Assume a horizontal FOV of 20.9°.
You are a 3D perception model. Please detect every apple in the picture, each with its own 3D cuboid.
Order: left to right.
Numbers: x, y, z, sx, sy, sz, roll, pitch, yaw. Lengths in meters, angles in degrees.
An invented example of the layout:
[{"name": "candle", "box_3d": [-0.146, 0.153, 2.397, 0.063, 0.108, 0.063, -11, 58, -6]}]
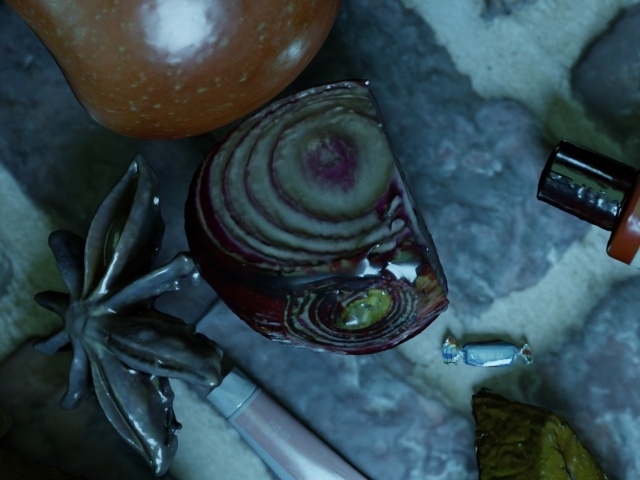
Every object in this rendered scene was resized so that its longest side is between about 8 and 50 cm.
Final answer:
[{"name": "apple", "box_3d": [-0.141, -0.260, 1.469, 0.277, 0.348, 0.348, -38, 86, -3]}]

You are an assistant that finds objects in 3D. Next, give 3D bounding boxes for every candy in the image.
[{"name": "candy", "box_3d": [0.153, 0.101, 1.595, 0.083, 0.020, 0.030, -2, 91, 6]}]

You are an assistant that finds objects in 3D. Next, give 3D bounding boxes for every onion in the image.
[{"name": "onion", "box_3d": [-0.005, 0.002, 1.522, 0.207, 0.206, 0.216, -14, 56, 6]}]

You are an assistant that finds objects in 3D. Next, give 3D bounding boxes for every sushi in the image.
[{"name": "sushi", "box_3d": [0.199, 0.272, 1.538, 0.149, 0.140, 0.287, -34, 85, -32]}]

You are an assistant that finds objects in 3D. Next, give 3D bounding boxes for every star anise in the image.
[{"name": "star anise", "box_3d": [-0.170, 0.079, 1.588, 0.198, 0.111, 0.257, -40, 69, 29]}]

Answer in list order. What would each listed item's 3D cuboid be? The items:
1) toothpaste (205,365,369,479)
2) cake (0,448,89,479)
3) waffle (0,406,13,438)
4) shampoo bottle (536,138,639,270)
[{"name": "toothpaste", "box_3d": [-0.023, 0.197, 1.608, 0.194, 0.043, 0.067, 45, 93, -1]}, {"name": "cake", "box_3d": [-0.239, 0.354, 1.482, 0.282, 0.256, 0.290, 27, 91, -19]}, {"name": "waffle", "box_3d": [-0.492, 0.239, 1.621, 0.261, 0.114, 0.376, 39, 94, 5]}, {"name": "shampoo bottle", "box_3d": [0.326, -0.010, 1.535, 0.278, 0.104, 0.104, 24, 92, 6]}]
